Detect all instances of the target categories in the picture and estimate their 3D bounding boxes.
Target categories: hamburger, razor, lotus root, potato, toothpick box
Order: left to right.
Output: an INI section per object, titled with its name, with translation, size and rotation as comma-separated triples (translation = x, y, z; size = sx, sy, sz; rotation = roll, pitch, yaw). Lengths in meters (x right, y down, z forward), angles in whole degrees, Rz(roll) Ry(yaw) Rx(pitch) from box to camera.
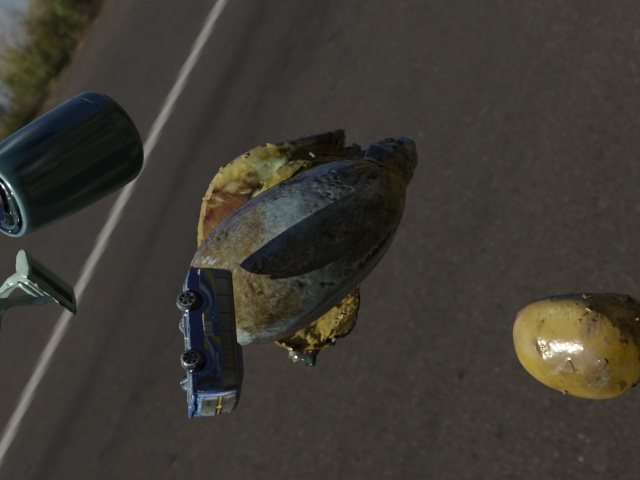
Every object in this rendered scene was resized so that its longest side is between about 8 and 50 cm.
[razor]
translation = -0.372, 0.136, 1.231
size = 0.278, 0.056, 0.111
rotation = -51, -26, -9
[toothpick box]
translation = -0.306, -0.085, 1.367
size = 0.184, 0.120, 0.120
rotation = -36, 1, -38
[hamburger]
translation = -0.055, 0.008, 1.524
size = 0.132, 0.211, 0.309
rotation = 38, 127, 57
[lotus root]
translation = 0.000, 0.000, 1.322
size = 0.322, 0.158, 0.140
rotation = -35, 50, -12
[potato]
translation = 0.322, 0.126, 1.439
size = 0.175, 0.137, 0.137
rotation = -12, 34, 19

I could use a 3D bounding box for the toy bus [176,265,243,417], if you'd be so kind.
[toy bus]
translation = -0.108, 0.096, 1.148
size = 0.051, 0.061, 0.153
rotation = 101, 164, -50
